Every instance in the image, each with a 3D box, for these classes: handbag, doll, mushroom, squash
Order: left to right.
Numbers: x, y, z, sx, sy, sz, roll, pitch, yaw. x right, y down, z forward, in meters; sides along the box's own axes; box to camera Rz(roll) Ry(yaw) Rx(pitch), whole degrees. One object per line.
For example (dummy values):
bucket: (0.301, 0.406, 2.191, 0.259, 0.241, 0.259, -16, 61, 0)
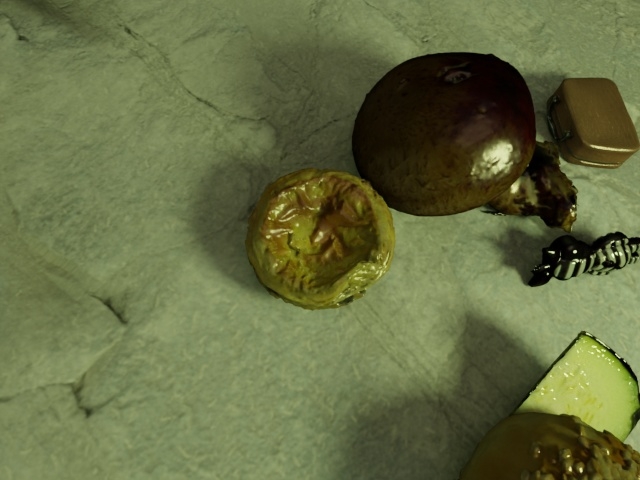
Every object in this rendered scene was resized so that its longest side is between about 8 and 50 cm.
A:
mushroom: (0.242, -0.172, 0.941, 0.334, 0.356, 0.331, -16, 63, 25)
squash: (0.381, 0.243, 0.811, 0.184, 0.085, 0.192, 40, 94, -14)
doll: (0.463, 0.028, 0.927, 0.219, 0.091, 0.067, -8, 42, -12)
handbag: (0.553, -0.243, 1.090, 0.151, 0.072, 0.193, -1, 65, -10)

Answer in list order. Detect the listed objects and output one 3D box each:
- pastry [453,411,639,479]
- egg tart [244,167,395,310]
pastry: (0.307, 0.377, 0.646, 0.284, 0.184, 0.315, 7, 74, -7)
egg tart: (0.000, 0.000, 0.847, 0.241, 0.106, 0.241, 0, 70, 0)
